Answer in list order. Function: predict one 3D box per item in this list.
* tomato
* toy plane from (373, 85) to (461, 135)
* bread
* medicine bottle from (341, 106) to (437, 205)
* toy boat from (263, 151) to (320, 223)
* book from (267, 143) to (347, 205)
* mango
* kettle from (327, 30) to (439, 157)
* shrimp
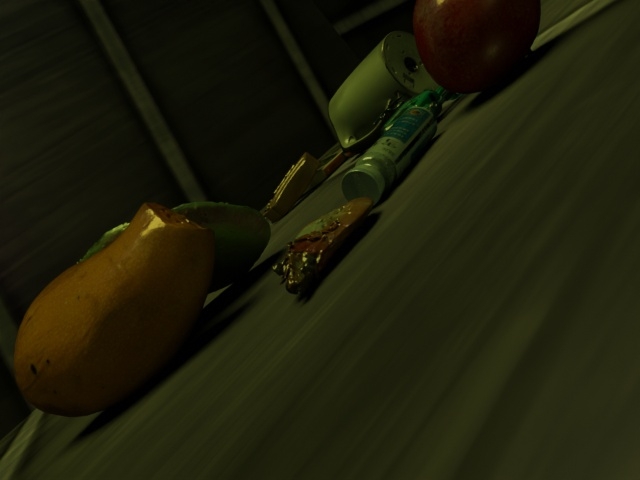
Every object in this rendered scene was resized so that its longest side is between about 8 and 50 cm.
[{"bbox_3d":[0.187,-0.267,0.782,0.167,0.167,0.167,-39,8,6],"label":"tomato"},{"bbox_3d":[0.159,-0.206,0.959,0.235,0.060,0.096,-48,18,-27],"label":"toy plane"},{"bbox_3d":[-0.217,0.034,0.938,0.301,0.045,0.301,-19,-23,-8],"label":"bread"},{"bbox_3d":[0.086,-0.103,0.744,0.051,0.051,0.191,-33,9,43],"label":"medicine bottle"},{"bbox_3d":[-0.076,-0.132,1.583,0.200,0.057,0.077,-56,20,-10],"label":"toy boat"},{"bbox_3d":[0.023,-0.225,1.801,0.260,0.043,0.371,-31,12,45],"label":"book"},{"bbox_3d":[-0.257,0.098,0.776,0.359,0.187,0.144,-36,-25,24],"label":"mango"},{"bbox_3d":[0.130,-0.318,1.437,0.255,0.165,0.240,-32,39,50],"label":"kettle"},{"bbox_3d":[0.000,0.000,0.599,0.091,0.043,0.184,-31,10,33],"label":"shrimp"}]
